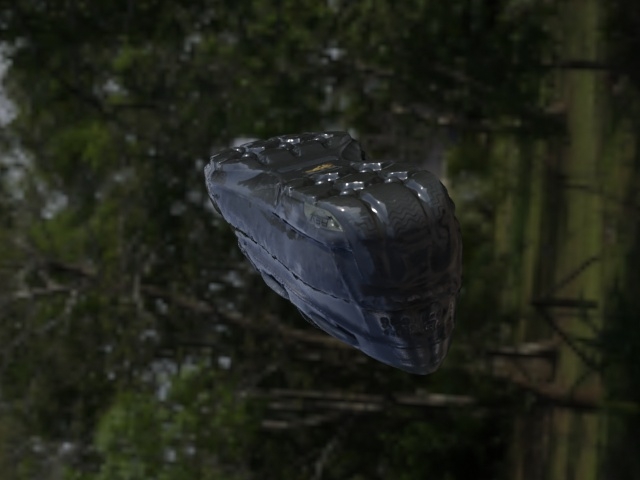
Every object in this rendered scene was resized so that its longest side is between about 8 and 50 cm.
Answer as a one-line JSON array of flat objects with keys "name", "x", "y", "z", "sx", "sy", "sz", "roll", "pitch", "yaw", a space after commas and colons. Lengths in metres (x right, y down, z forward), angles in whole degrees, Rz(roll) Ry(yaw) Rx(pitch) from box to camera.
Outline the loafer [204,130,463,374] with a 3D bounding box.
[{"name": "loafer", "x": 0.000, "y": 0.000, "z": 0.654, "sx": 0.223, "sy": 0.076, "sz": 0.078, "roll": -146, "pitch": 45, "yaw": -69}]
